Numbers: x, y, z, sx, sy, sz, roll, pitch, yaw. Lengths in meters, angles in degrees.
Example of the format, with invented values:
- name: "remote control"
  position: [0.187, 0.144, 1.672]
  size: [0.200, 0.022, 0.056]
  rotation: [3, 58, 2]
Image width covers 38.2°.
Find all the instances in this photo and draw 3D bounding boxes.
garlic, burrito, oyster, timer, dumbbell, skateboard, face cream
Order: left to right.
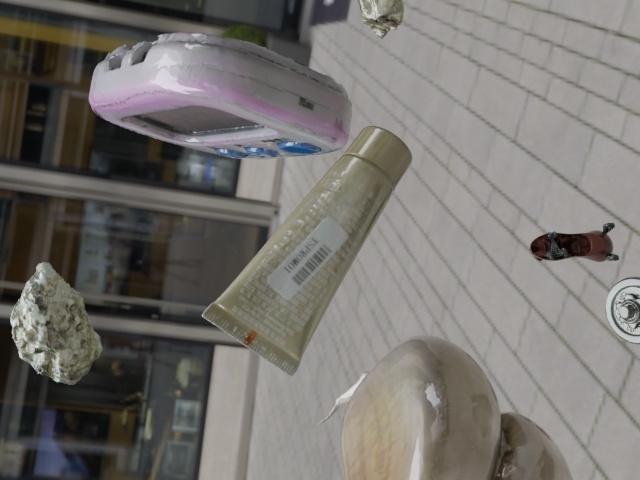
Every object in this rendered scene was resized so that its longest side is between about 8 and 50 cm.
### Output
- name: "oyster"
  position: [-0.259, 0.085, 0.919]
  size: [0.098, 0.100, 0.037]
  rotation: [-63, 16, -21]
- name: "timer"
  position: [-0.085, -0.120, 0.798]
  size: [0.209, 0.191, 0.069]
  rotation: [3, 81, 50]
- name: "face cream"
  position: [0.000, 0.000, 1.204]
  size: [0.341, 0.137, 0.084]
  rotation: [-55, -2, -19]
- name: "burrito"
  position: [0.064, -0.337, 1.104]
  size: [0.045, 0.058, 0.188]
  rotation: [-36, -62, -60]
- name: "garlic"
  position: [0.139, 0.243, 0.984]
  size: [0.245, 0.232, 0.340]
  rotation: [-62, 17, 23]
- name: "skateboard"
  position: [0.434, 0.011, 1.600]
  size: [0.080, 0.152, 0.067]
  rotation: [95, 172, -79]
- name: "dumbbell"
  position: [0.575, 0.110, 1.546]
  size: [0.110, 0.255, 0.110]
  rotation: [4, 95, 48]
